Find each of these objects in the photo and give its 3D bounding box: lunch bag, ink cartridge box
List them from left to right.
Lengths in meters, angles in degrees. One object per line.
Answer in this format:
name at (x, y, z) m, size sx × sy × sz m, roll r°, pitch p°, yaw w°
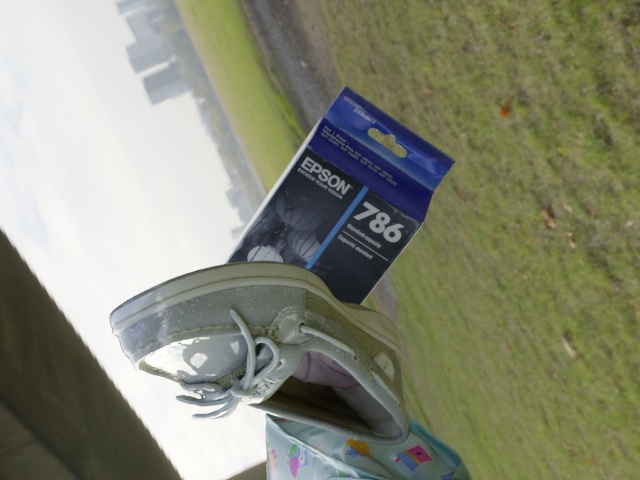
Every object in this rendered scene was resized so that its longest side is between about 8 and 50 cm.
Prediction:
ink cartridge box at (0.000, 0.000, 0.975) m, size 0.165 × 0.332 × 0.065 m, roll 32°, pitch -161°, yaw -7°
lunch bag at (0.055, 0.291, 0.788) m, size 0.262 × 0.160 × 0.223 m, roll 15°, pitch 108°, yaw 61°

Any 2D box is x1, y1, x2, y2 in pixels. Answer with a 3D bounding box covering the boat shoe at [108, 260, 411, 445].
boat shoe at (-0.024, 0.099, 0.644) m, size 0.320 × 0.118 × 0.103 m, roll 28°, pitch -142°, yaw -53°
